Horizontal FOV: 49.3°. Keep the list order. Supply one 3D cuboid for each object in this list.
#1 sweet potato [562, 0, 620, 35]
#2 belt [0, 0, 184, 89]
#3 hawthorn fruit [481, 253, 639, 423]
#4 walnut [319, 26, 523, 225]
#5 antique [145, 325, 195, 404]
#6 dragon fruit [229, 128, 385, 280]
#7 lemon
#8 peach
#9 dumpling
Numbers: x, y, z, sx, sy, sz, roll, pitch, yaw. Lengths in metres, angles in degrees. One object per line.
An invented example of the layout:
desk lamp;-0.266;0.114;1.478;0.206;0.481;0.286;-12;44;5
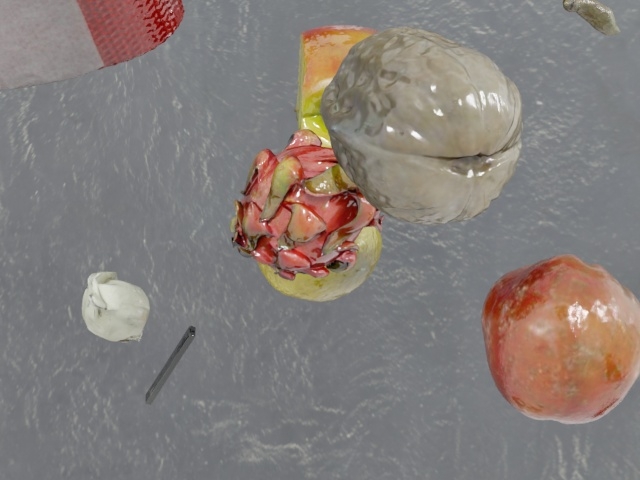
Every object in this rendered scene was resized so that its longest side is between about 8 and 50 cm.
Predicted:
sweet potato;0.439;-0.370;1.132;0.153;0.041;0.038;12;131;-34
belt;-0.217;-0.205;0.532;0.201;0.128;0.124;-11;139;0
hawthorn fruit;0.393;0.154;1.120;0.284;0.284;0.284;-4;107;-14
walnut;0.086;-0.111;0.663;0.178;0.230;0.178;-17;128;-23
antique;-0.301;0.251;1.397;0.015;0.031;0.192;26;109;-22
dragon fruit;-0.006;-0.052;1.088;0.228;0.307;0.243;12;91;-30
lemon;0.000;0.000;1.452;0.310;0.253;0.253;-5;110;-46
peach;0.091;-0.324;1.483;0.306;0.380;0.242;11;111;-4
dumpling;-0.413;0.128;1.409;0.118;0.136;0.199;-13;152;6
